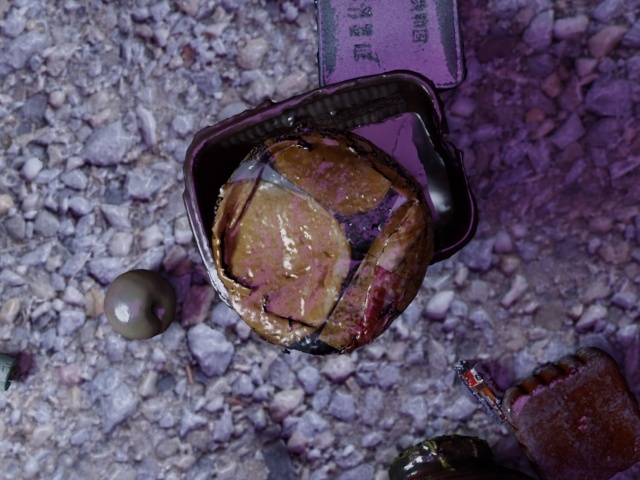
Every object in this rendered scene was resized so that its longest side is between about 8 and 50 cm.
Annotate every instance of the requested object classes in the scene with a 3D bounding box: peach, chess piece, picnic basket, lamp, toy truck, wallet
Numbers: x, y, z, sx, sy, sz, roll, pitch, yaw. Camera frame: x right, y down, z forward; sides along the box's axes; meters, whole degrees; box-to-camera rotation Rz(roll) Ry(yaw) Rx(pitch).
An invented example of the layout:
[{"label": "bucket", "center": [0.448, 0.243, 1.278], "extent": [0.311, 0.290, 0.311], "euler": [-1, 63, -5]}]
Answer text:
[{"label": "peach", "center": [-0.205, 0.072, 1.346], "extent": [0.083, 0.083, 0.083], "euler": [0, 94, 7]}, {"label": "chess piece", "center": [-0.410, 0.142, 1.387], "extent": [0.103, 0.067, 0.067], "euler": [17, 96, -3]}, {"label": "picnic basket", "center": [0.011, -0.052, 1.283], "extent": [0.296, 0.129, 0.223], "euler": [-18, 90, 7]}, {"label": "lamp", "center": [0.150, 0.324, 1.250], "extent": [0.246, 0.247, 0.247], "euler": [0, 94, 7]}, {"label": "toy truck", "center": [0.184, 0.167, 1.328], "extent": [0.032, 0.024, 0.083], "euler": [-37, 92, 37]}, {"label": "wallet", "center": [0.074, -0.266, 1.307], "extent": [0.167, 0.036, 0.222], "euler": [-3, 93, 8]}]

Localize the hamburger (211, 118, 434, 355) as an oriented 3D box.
[{"label": "hamburger", "center": [0.000, 0.000, 1.170], "extent": [0.230, 0.107, 0.231], "euler": [1, 93, 12]}]

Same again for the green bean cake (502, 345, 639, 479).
[{"label": "green bean cake", "center": [0.279, 0.198, 1.294], "extent": [0.135, 0.056, 0.135], "euler": [-28, 99, 1]}]
